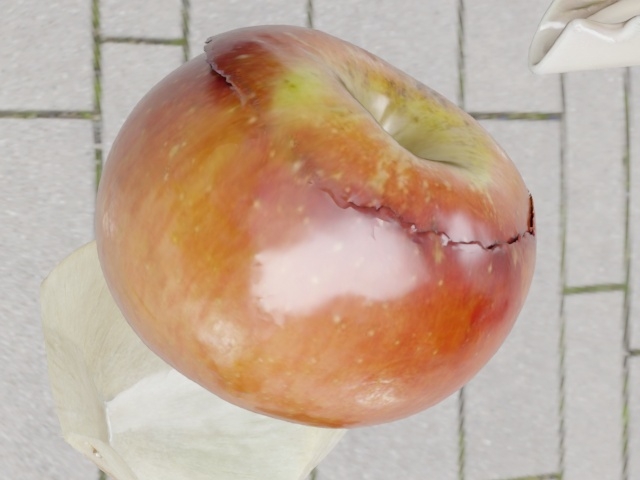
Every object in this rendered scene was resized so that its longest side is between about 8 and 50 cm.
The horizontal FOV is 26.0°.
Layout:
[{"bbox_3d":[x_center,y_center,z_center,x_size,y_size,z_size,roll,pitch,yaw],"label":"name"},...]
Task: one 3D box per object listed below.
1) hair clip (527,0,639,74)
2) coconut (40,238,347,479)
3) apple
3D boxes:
[{"bbox_3d":[0.154,-0.085,0.339,0.072,0.226,0.034,38,40,-28],"label":"hair clip"},{"bbox_3d":[-0.151,0.148,1.637,0.415,0.415,0.345,1,110,-25],"label":"coconut"},{"bbox_3d":[0.000,0.000,0.850,0.272,0.251,0.206,-5,133,-57],"label":"apple"}]
